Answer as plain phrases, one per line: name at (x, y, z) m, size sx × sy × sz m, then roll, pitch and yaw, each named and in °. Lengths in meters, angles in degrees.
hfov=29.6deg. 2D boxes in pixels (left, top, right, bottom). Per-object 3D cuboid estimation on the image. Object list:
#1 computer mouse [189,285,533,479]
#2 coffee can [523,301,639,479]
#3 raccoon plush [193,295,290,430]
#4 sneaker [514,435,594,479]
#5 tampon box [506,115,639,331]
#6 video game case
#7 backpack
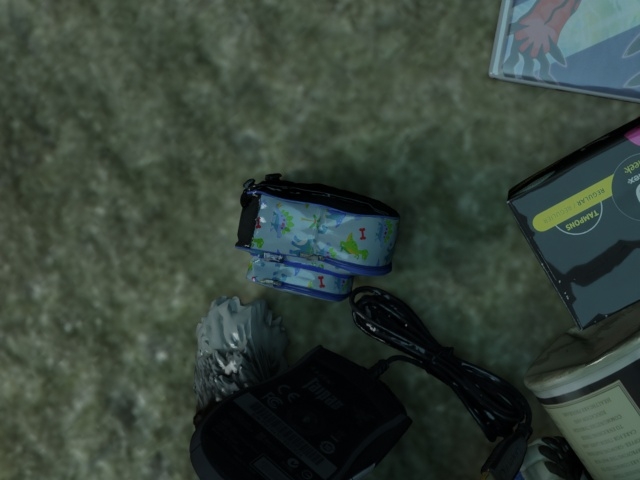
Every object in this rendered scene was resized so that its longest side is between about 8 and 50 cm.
computer mouse at (0.035, 0.148, 0.853) m, size 0.184 × 0.262 × 0.060 m, roll 35°, pitch 129°, yaw 16°
coffee can at (0.299, 0.154, 0.829) m, size 0.201 × 0.201 × 0.275 m, roll -35°, pitch 89°, yaw 10°
raccoon plush at (-0.127, 0.296, 0.958) m, size 0.299 × 0.216 × 0.446 m, roll -16°, pitch 61°, yaw 24°
sneaker at (0.213, 0.312, 0.910) m, size 0.147 × 0.130 × 0.330 m, roll -36°, pitch 85°, yaw 24°
tampon box at (0.205, -0.017, 0.850) m, size 0.120 × 0.161 × 0.101 m, roll -30°, pitch 90°, yaw 9°
video game case at (0.233, -0.205, 0.901) m, size 0.184 × 0.023 × 0.201 m, roll 10°, pitch 96°, yaw 8°
backpack at (0.000, 0.000, 0.912) m, size 0.114 × 0.105 × 0.084 m, roll 10°, pitch 98°, yaw 7°
